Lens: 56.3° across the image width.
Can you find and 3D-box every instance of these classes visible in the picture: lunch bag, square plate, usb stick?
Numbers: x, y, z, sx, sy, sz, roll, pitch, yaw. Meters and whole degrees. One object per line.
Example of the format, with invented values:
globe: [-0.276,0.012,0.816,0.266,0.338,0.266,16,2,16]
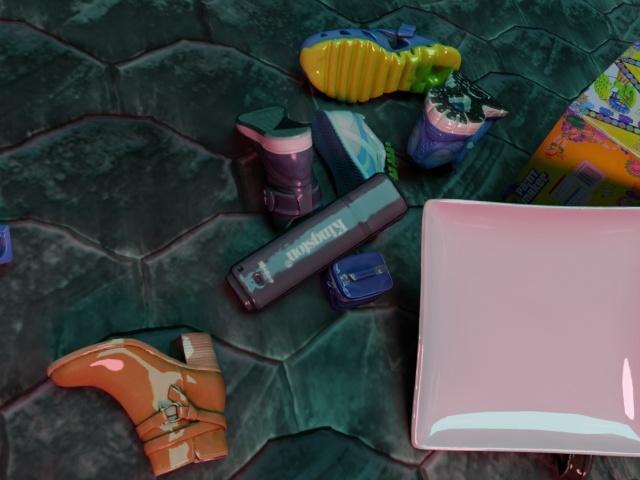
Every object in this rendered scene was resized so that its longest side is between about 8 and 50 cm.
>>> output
lunch bag: [0.050,0.057,0.873,0.099,0.065,0.067,-13,69,-31]
square plate: [0.303,0.120,0.826,0.348,0.049,0.343,2,93,-1]
usb stick: [0.000,0.000,0.833,0.278,0.045,0.077,-33,98,-13]

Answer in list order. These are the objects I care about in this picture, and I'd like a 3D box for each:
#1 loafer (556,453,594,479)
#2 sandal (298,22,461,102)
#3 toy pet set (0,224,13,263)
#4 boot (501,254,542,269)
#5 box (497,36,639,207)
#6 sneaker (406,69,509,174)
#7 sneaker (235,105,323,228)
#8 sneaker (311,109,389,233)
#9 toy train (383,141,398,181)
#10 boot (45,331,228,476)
loafer: [0.352,0.254,0.906,0.079,0.080,0.219,0,60,2]
sandal: [0.096,-0.336,1.098,0.318,0.126,0.138,-6,49,-31]
toy pet set: [-0.424,-0.001,0.700,0.114,0.065,0.122,-2,54,13]
boot: [0.336,0.058,0.939,0.245,0.176,0.088,7,58,-23]
box: [0.495,-0.154,1.019,0.177,0.290,0.279,43,65,14]
sneaker: [0.232,-0.208,1.079,0.130,0.147,0.330,42,34,11]
sneaker: [-0.062,-0.109,0.908,0.086,0.163,0.226,-18,29,-12]
sneaker: [0.070,-0.117,0.970,0.092,0.087,0.228,-11,70,-32]
toy train: [0.122,-0.138,1.048,0.024,0.017,0.083,15,57,-29]
boot: [-0.200,0.189,0.678,0.197,0.073,0.152,-4,69,-24]
